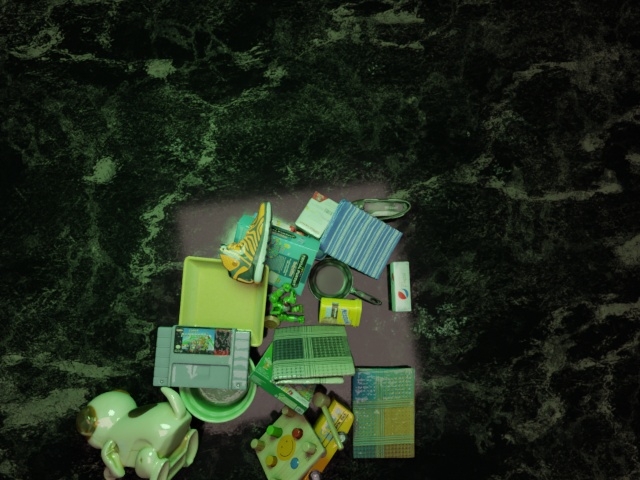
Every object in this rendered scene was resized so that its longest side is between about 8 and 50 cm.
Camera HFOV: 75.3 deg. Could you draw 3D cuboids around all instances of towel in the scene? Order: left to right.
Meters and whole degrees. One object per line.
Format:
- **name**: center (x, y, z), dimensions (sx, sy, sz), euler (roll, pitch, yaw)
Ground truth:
- **towel**: center (-0.032, 0.456, 1.673), dimensions (0.325, 0.312, 0.056), euler (-2, 115, -4)
- **towel**: center (0.174, -0.002, 1.795), dimensions (0.336, 0.040, 0.243), euler (28, 90, -19)
- **towel**: center (0.269, 0.729, 1.767), dimensions (0.272, 0.040, 0.369), euler (1, 84, -2)

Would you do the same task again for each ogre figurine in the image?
- **ogre figurine**: center (-0.149, 0.274, 1.758), dimensions (0.118, 0.197, 0.096), euler (-13, 43, 16)

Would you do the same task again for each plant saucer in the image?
- **plant saucer**: center (-0.380, 0.238, 1.662), dimensions (0.333, 0.081, 0.332), euler (6, 92, 0)
- **plant saucer**: center (-0.212, 0.353, 1.767), dimensions (0.084, 0.083, 0.015), euler (7, 40, -3)

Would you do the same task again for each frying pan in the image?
- **frying pan**: center (0.108, 0.178, 1.822), dimensions (0.327, 0.053, 0.197), euler (4, 83, -5)

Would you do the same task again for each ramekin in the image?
- **ramekin**: center (-0.403, 0.563, 1.688), dimensions (0.304, 0.148, 0.303), euler (1, 82, -4)

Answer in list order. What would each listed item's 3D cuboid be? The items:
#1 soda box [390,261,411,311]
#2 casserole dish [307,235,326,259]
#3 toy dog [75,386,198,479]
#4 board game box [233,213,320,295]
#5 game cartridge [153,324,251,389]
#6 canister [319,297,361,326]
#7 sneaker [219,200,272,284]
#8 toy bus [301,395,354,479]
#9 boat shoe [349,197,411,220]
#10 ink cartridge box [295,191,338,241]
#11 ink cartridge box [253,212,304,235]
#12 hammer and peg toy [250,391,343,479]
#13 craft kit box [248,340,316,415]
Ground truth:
- **soda box**: center (0.351, 0.202, 1.823), dimensions (0.069, 0.074, 0.215), euler (0, 83, -4)
- **casserole dish**: center (0.000, 0.000, 1.847), dimensions (0.114, 0.037, 0.188), euler (32, 81, 1)
- **toy dog**: center (-0.713, 0.721, 1.567), dimensions (0.408, 0.284, 0.395), euler (13, 111, 14)
- **board game box**: center (-0.198, 0.065, 1.732), dimensions (0.336, 0.079, 0.253), euler (20, 124, -1)
- **game cartridge**: center (-0.450, 0.446, 1.589), dimensions (0.356, 0.068, 0.230), euler (3, 89, -1)
- **canister**: center (0.083, 0.305, 1.773), dimensions (0.170, 0.073, 0.126), euler (5, 124, -1)
- **sneaker**: center (-0.284, -0.001, 1.562), dimensions (0.180, 0.124, 0.320), euler (10, 85, -1)
- **toy bus**: center (0.010, 0.823, 1.699), dimensions (0.130, 0.108, 0.332), euler (36, 81, 1)
- **boat shoe**: center (0.239, -0.139, 1.849), dimensions (0.336, 0.095, 0.112), euler (-7, 86, -4)
- **ink cartridge box**: center (-0.012, -0.104, 1.807), dimensions (0.128, 0.072, 0.175), euler (32, 80, 8)
- **ink cartridge box**: center (-0.199, -0.017, 1.815), dimensions (0.231, 0.078, 0.134), euler (20, 82, -1)
- **hammer and peg toy**: center (-0.087, 0.771, 1.610), dimensions (0.361, 0.266, 0.127), euler (-47, 130, -1)
- **craft kit box**: center (-0.133, 0.538, 1.665), dimensions (0.250, 0.246, 0.061), euler (34, 108, 1)
